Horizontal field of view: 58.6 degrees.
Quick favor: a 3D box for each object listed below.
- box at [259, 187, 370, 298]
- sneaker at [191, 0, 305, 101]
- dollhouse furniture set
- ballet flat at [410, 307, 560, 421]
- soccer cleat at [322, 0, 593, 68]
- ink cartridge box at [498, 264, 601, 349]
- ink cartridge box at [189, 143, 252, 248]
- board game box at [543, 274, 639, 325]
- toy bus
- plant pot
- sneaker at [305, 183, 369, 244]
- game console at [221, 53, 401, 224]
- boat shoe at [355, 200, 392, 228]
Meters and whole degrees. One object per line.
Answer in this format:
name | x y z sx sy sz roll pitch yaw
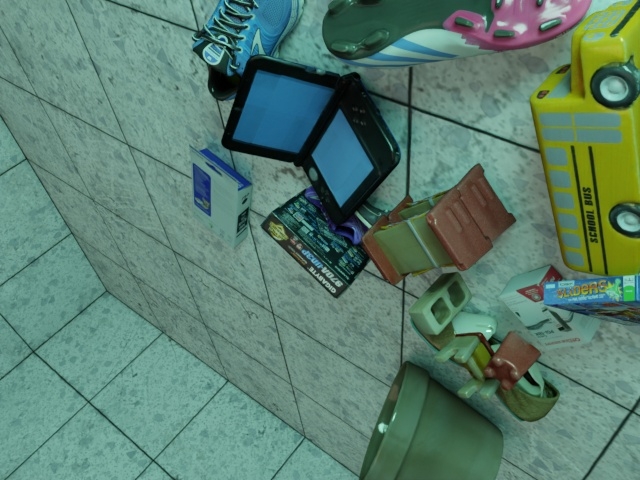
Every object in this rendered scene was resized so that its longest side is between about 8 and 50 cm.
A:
box | 0.000 0.000 1.213 0.220 0.175 0.051 43 121 2
sneaker | -0.129 -0.349 0.958 0.130 0.147 0.330 39 150 9
dollhouse furniture set | 0.259 0.085 0.983 0.374 0.152 0.201 56 149 -9
ballet flat | 0.344 0.229 1.156 0.342 0.116 0.124 43 131 2
soccer cleat | 0.165 -0.287 0.727 0.331 0.143 0.116 2 98 26
ink cartridge box | 0.395 0.119 0.986 0.135 0.056 0.099 47 150 -4
ink cartridge box | -0.263 -0.121 1.503 0.165 0.065 0.332 39 152 11
board game box | 0.435 0.088 0.801 0.201 0.035 0.136 15 164 -30
toy bus | 0.351 -0.110 0.701 0.130 0.108 0.332 13 138 46
plant pot | 0.283 0.499 1.410 0.281 0.323 0.323 21 147 7
sneaker | 0.031 -0.057 1.206 0.170 0.071 0.068 38 150 12
game console | -0.031 -0.163 1.029 0.250 0.173 0.293 62 154 11
boat shoe | 0.143 -0.032 1.130 0.206 0.075 0.065 43 108 14
